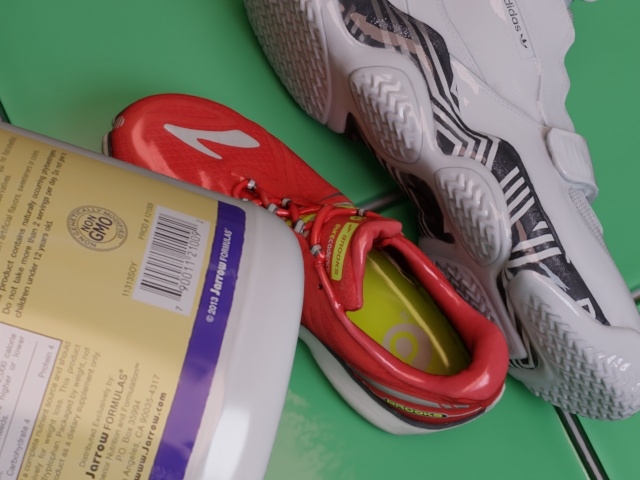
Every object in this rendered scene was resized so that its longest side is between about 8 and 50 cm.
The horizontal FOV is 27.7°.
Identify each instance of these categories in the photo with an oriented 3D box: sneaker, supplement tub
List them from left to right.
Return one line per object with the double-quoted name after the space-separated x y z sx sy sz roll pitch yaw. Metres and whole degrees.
-0.197 0.053 0.617 0.331 0.241 0.241 18 71 -10 "supplement tub"
0.000 0.000 0.752 0.279 0.118 0.107 38 68 -3 "sneaker"
0.130 -0.082 0.800 0.210 0.137 0.366 -34 83 -18 "sneaker"
